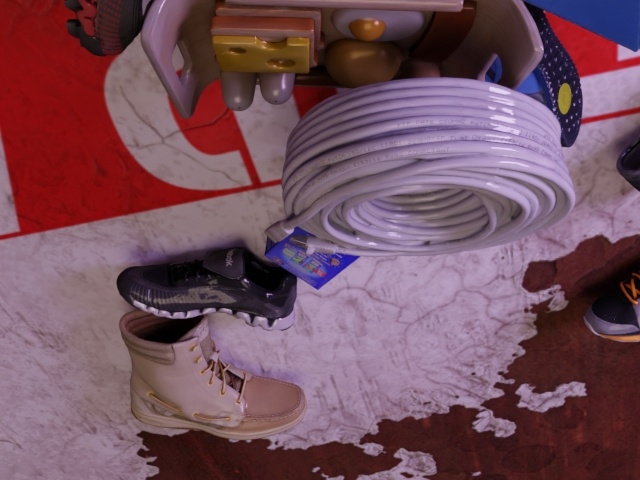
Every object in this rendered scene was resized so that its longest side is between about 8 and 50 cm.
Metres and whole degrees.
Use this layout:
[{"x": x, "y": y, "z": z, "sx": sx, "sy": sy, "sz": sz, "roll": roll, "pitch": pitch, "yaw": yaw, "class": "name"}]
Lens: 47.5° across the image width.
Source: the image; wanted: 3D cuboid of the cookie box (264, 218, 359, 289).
[{"x": 0.000, "y": 0.000, "z": 0.892, "sx": 0.091, "sy": 0.040, "sz": 0.107, "roll": 34, "pitch": 124, "yaw": -26, "class": "cookie box"}]

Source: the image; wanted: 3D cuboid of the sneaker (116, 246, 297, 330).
[{"x": -0.134, "y": 0.048, "z": 0.917, "sx": 0.234, "sy": 0.078, "sz": 0.106, "roll": 10, "pitch": 128, "yaw": -13, "class": "sneaker"}]

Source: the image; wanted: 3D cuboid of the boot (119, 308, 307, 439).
[{"x": -0.146, "y": 0.181, "z": 1.024, "sx": 0.261, "sy": 0.095, "sz": 0.204, "roll": 6, "pitch": 131, "yaw": 1, "class": "boot"}]

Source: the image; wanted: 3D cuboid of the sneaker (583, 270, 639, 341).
[{"x": 0.433, "y": 0.055, "z": 0.914, "sx": 0.214, "sy": 0.084, "sz": 0.083, "roll": -26, "pitch": 125, "yaw": 10, "class": "sneaker"}]

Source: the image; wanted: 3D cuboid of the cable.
[{"x": 0.093, "y": -0.055, "z": 0.663, "sx": 0.257, "sy": 0.089, "sz": 0.257, "roll": 6, "pitch": 161, "yaw": -15, "class": "cable"}]

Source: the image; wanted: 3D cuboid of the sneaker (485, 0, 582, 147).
[{"x": 0.199, "y": -0.170, "z": 0.732, "sx": 0.082, "sy": 0.069, "sz": 0.209, "roll": 4, "pitch": 152, "yaw": 43, "class": "sneaker"}]

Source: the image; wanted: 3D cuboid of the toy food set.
[{"x": 0.013, "y": -0.144, "z": 0.648, "sx": 0.306, "sy": 0.093, "sz": 0.220, "roll": 1, "pitch": 173, "yaw": -1, "class": "toy food set"}]

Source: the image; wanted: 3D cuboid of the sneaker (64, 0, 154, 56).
[{"x": -0.128, "y": -0.261, "z": 0.622, "sx": 0.135, "sy": 0.098, "sz": 0.276, "roll": 23, "pitch": 127, "yaw": -16, "class": "sneaker"}]

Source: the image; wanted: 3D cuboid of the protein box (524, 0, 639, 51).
[{"x": 0.210, "y": -0.293, "z": 0.562, "sx": 0.201, "sy": 0.136, "sz": 0.200, "roll": 18, "pitch": 129, "yaw": -15, "class": "protein box"}]

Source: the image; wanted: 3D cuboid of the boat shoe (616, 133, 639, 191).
[{"x": 0.437, "y": -0.143, "z": 0.722, "sx": 0.102, "sy": 0.108, "sz": 0.301, "roll": 29, "pitch": 133, "yaw": -25, "class": "boat shoe"}]
